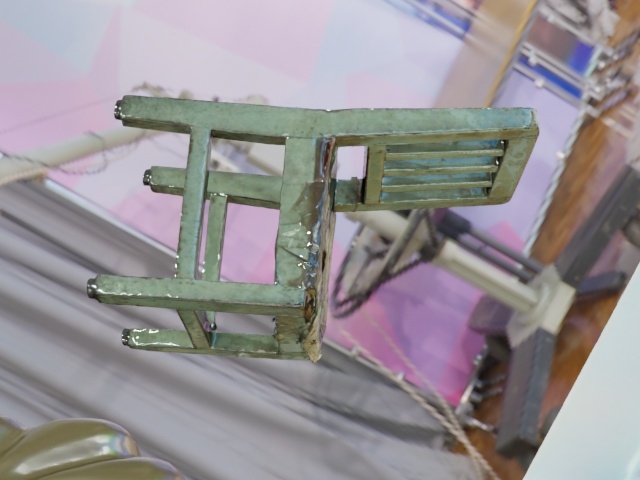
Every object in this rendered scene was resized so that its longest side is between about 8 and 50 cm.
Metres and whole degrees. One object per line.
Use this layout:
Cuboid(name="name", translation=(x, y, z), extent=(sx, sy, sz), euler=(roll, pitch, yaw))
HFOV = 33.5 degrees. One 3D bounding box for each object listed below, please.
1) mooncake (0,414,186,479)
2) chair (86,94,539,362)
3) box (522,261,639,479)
Cuboid(name="mooncake", translation=(-0.268, 0.276, 0.826), extent=(0.378, 0.379, 0.200), euler=(-111, 16, -76))
Cuboid(name="chair", translation=(0.000, 0.000, 0.698), extent=(0.136, 0.270, 0.147), euler=(93, -179, -70))
Cuboid(name="box", translation=(0.164, 0.153, 0.450), extent=(0.048, 0.273, 0.265), euler=(-2, 28, 34))
